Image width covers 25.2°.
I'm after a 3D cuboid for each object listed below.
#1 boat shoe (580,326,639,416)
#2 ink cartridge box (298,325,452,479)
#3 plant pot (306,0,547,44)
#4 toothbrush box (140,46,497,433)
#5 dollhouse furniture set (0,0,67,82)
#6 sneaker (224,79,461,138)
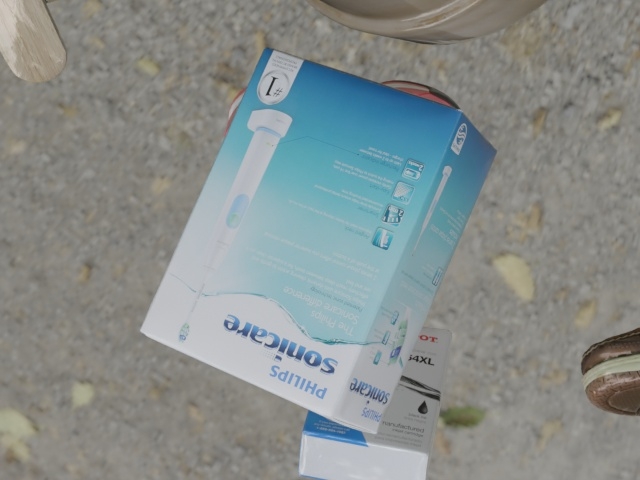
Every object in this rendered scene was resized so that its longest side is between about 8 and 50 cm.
[{"bbox_3d":[0.294,0.065,1.054,0.257,0.095,0.095,-3,152,-26],"label":"boat shoe"},{"bbox_3d":[0.067,0.190,1.682,0.148,0.203,0.086,9,132,7],"label":"ink cartridge box"},{"bbox_3d":[0.007,-0.300,0.955,0.323,0.280,0.323,2,93,42],"label":"plant pot"},{"bbox_3d":[0.000,0.000,1.323,0.216,0.295,0.126,20,173,26],"label":"toothbrush box"},{"bbox_3d":[-0.279,-0.152,1.082,0.242,0.212,0.161,-16,123,8],"label":"dollhouse furniture set"},{"bbox_3d":[0.025,-0.129,1.824,0.314,0.136,0.116,1,116,12],"label":"sneaker"}]
